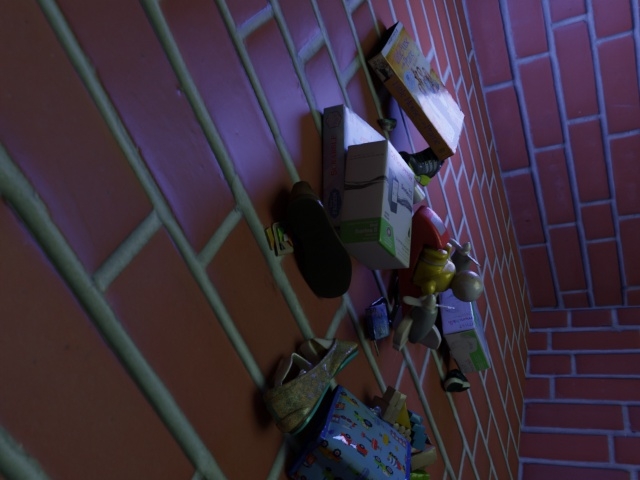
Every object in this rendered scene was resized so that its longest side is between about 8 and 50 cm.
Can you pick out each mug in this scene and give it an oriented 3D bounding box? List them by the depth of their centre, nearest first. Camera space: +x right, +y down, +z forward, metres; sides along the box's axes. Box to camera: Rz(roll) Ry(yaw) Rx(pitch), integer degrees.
[{"bbox_3d":[0.320,-0.171,2.044,0.062,0.078,0.064,-44,120,-17],"label":"mug"}]

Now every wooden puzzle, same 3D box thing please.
[{"bbox_3d":[-0.080,-0.005,1.271,0.116,0.014,0.079,-28,109,-61],"label":"wooden puzzle"}]

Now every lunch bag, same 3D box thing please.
[{"bbox_3d":[0.092,0.451,1.293,0.221,0.138,0.293,38,25,3],"label":"lunch bag"}]

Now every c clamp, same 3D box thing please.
[{"bbox_3d":[0.173,0.240,1.702,0.160,0.022,0.137,-32,107,-59],"label":"c clamp"}]

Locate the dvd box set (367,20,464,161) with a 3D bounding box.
[{"bbox_3d":[0.338,-0.512,1.986,0.420,0.062,0.308,49,38,-19],"label":"dvd box set"}]

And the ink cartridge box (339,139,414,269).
[{"bbox_3d":[0.146,-0.086,1.469,0.198,0.114,0.273,37,54,-54],"label":"ink cartridge box"}]

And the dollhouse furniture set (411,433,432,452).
[{"bbox_3d":[0.273,0.603,1.824,0.081,0.091,0.114,-26,84,-20],"label":"dollhouse furniture set"}]

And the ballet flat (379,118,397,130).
[{"bbox_3d":[0.222,-0.377,1.906,0.114,0.041,0.041,-22,104,-61],"label":"ballet flat"}]

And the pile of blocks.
[{"bbox_3d":[0.224,0.560,1.609,0.148,0.112,0.363,-11,99,-20],"label":"pile of blocks"}]

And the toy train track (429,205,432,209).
[{"bbox_3d":[0.406,-0.102,2.226,0.083,0.014,0.048,-35,122,-53],"label":"toy train track"}]

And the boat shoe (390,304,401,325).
[{"bbox_3d":[0.261,0.221,1.836,0.153,0.056,0.048,-55,139,-48],"label":"boat shoe"}]

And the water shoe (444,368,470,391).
[{"bbox_3d":[0.514,0.538,2.258,0.203,0.072,0.080,34,29,-56],"label":"water shoe"}]

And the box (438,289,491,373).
[{"bbox_3d":[0.550,0.339,2.249,0.231,0.126,0.262,-85,153,-48],"label":"box"}]

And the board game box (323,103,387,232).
[{"bbox_3d":[0.106,-0.165,1.604,0.318,0.065,0.318,20,67,-60],"label":"board game box"}]

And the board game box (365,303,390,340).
[{"bbox_3d":[0.162,0.229,1.644,0.090,0.020,0.090,-5,84,-57],"label":"board game box"}]

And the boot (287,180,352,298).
[{"bbox_3d":[0.000,0.000,1.340,0.115,0.112,0.305,-101,174,-55],"label":"boot"}]

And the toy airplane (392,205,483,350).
[{"bbox_3d":[0.316,0.142,1.630,0.384,0.272,0.386,43,57,-55],"label":"toy airplane"}]

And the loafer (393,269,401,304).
[{"bbox_3d":[0.269,0.133,1.841,0.062,0.061,0.170,102,5,-55],"label":"loafer"}]

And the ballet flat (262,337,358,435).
[{"bbox_3d":[-0.017,0.274,1.246,0.348,0.123,0.123,-37,117,-61],"label":"ballet flat"}]

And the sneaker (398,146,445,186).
[{"bbox_3d":[0.339,-0.270,1.985,0.111,0.121,0.300,51,18,15],"label":"sneaker"}]
